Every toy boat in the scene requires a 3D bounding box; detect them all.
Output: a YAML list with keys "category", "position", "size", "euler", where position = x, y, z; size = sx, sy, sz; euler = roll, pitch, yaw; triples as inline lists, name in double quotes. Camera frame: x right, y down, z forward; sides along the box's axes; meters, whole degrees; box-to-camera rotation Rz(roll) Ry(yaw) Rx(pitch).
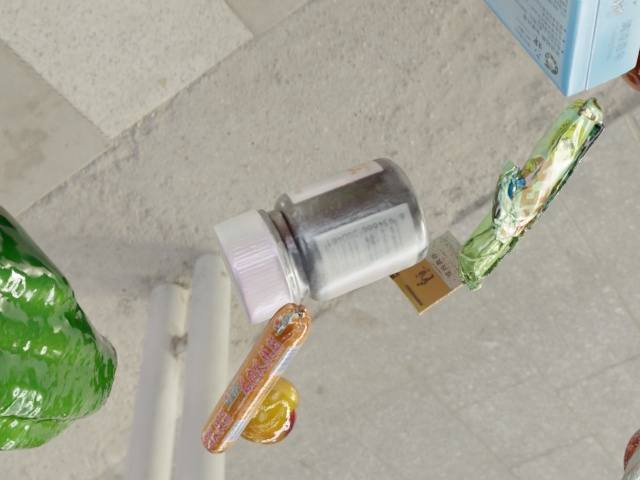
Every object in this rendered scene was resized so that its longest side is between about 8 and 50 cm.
- category: "toy boat"
  position: [0.598, 0.461, 1.380]
  size: [0.282, 0.096, 0.206]
  euler: [-37, 143, -31]

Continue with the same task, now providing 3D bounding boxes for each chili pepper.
- category: "chili pepper"
  position: [-0.278, 0.045, 0.535]
  size: [0.167, 0.213, 0.385]
  euler: [-34, 158, -4]

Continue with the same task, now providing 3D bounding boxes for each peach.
- category: "peach"
  position: [-0.108, 0.325, 1.389]
  size: [0.138, 0.138, 0.138]
  euler: [-3, 131, -3]

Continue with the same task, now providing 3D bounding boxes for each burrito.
- category: "burrito"
  position: [0.252, -0.065, 0.902]
  size: [0.104, 0.054, 0.288]
  euler: [23, 105, -50]

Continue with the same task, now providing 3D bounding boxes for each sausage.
- category: "sausage"
  position: [-0.094, 0.196, 0.972]
  size: [0.053, 0.053, 0.348]
  euler: [17, 131, -19]

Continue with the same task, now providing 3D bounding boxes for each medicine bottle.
- category: "medicine bottle"
  position: [0.000, 0.000, 1.020]
  size: [0.273, 0.165, 0.165]
  euler: [-20, 132, -9]

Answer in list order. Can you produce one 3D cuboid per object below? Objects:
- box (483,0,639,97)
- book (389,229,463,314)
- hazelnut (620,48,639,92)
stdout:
- category: "box"
  position: [0.211, -0.269, 0.687]
  size: [0.083, 0.232, 0.143]
  euler: [-25, 147, -4]
- category: "book"
  position: [0.241, 0.066, 1.524]
  size: [0.172, 0.118, 0.012]
  euler: [-33, 157, -12]
- category: "hazelnut"
  position: [0.467, -0.276, 0.943]
  size: [0.181, 0.182, 0.182]
  euler: [-3, 131, -3]
